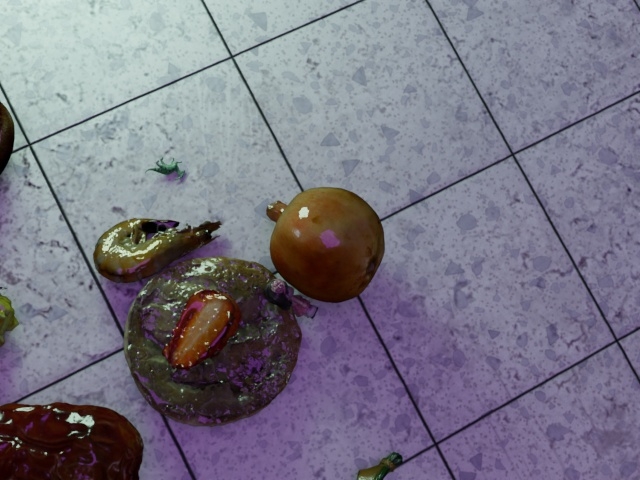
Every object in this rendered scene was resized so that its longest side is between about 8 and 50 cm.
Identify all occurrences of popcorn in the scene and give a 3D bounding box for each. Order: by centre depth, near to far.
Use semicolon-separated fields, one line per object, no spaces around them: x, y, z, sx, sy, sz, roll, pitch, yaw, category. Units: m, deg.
-0.702;0.160;1.821;0.173;0.173;0.142;-10;88;-10;popcorn

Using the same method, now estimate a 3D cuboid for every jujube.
-0.529;0.419;1.778;0.342;0.216;0.216;8;77;6;jujube

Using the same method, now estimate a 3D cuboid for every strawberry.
-0.244;0.188;1.836;0.121;0.082;0.188;35;78;22;strawberry

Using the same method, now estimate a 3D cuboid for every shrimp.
-0.360;-0.003;1.952;0.287;0.063;0.152;-25;60;-20;shrimp

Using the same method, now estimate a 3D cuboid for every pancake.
-0.230;0.212;1.910;0.386;0.082;0.387;4;74;-14;pancake

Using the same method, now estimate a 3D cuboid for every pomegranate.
0.000;0.000;1.909;0.270;0.252;0.229;27;66;19;pomegranate

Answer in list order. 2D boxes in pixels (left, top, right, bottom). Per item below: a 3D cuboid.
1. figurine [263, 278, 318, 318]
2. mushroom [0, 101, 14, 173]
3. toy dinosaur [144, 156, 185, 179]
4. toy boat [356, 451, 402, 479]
-0.064;0.129;1.913;0.129;0.072;0.054;38;76;-23;figurine
-0.753;-0.202;1.902;0.231;0.138;0.194;-29;98;-2;mushroom
-0.345;-0.155;2.001;0.083;0.021;0.062;-41;100;-15;toy dinosaur
0.111;0.556;1.887;0.088;0.089;0.230;11;73;8;toy boat
